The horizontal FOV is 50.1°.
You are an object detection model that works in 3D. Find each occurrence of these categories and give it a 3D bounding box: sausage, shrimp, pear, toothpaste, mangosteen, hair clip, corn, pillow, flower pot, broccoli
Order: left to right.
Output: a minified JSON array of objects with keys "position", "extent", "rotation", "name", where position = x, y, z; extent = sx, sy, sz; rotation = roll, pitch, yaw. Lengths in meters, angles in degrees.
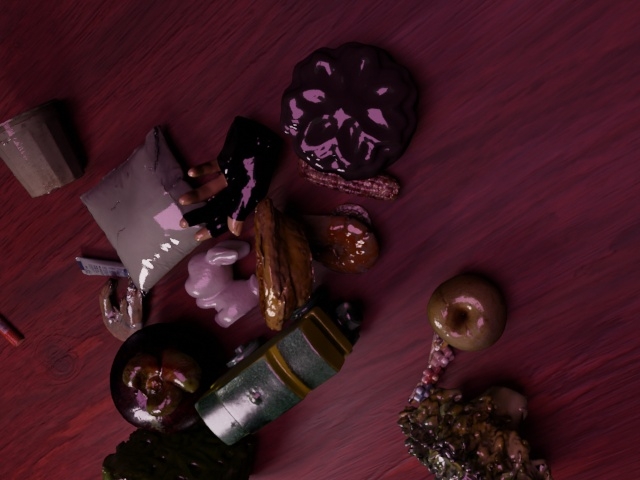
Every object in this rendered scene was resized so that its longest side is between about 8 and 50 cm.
[{"position":[-0.942,0.263,2.040],"extent":[0.129,0.034,0.034],"rotation":[41,116,5],"name":"sausage"},{"position":[-0.713,-0.222,1.721],"extent":[0.212,0.212,0.202],"rotation":[-14,110,25],"name":"flower pot"},{"position":[-0.560,0.074,1.829],"extent":[0.216,0.037,0.062],"rotation":[3,124,22],"name":"toothpaste"},{"position":[-0.528,0.160,1.823],"extent":[0.145,0.059,0.254],"rotation":[22,125,21],"name":"shrimp"},{"position":[-0.415,-0.069,1.674],"extent":[0.310,0.119,0.312],"rotation":[-37,83,18],"name":"pillow"},{"position":[-0.387,0.341,1.702],"extent":[0.288,0.288,0.288],"rotation":[6,108,20],"name":"mangosteen"},{"position":[-0.001,0.000,1.561],"extent":[0.294,0.062,0.154],"rotation":[14,126,31],"name":"shrimp"},{"position":[0.061,-0.139,1.499],"extent":[0.237,0.079,0.079],"rotation":[17,112,11],"name":"corn"},{"position":[0.258,0.295,1.561],"extent":[0.056,0.062,0.214],"rotation":[33,114,44],"name":"hair clip"},{"position":[0.311,0.152,1.451],"extent":[0.167,0.136,0.167],"rotation":[5,104,21],"name":"pear"},{"position":[0.330,0.454,1.466],"extent":[0.324,0.334,0.272],"rotation":[-3,70,4],"name":"broccoli"}]

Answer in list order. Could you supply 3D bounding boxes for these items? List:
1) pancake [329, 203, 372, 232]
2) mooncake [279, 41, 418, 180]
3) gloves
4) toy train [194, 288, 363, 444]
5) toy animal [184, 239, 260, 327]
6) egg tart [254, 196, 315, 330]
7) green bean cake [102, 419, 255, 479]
[{"position":[0.066,-0.031,1.560],"extent":[0.115,0.011,0.115],"rotation":[6,108,20],"name":"pancake"},{"position":[0.060,-0.264,1.389],"extent":[0.283,0.141,0.283],"rotation":[0,93,9],"name":"mooncake"},{"position":[-0.198,-0.122,1.541],"extent":[0.301,0.152,0.197],"rotation":[-46,51,3],"name":"gloves"},{"position":[-0.095,0.294,1.580],"extent":[0.442,0.272,0.179],"rotation":[-39,93,26],"name":"toy train"},{"position":[-0.224,0.102,1.653],"extent":[0.178,0.127,0.193],"rotation":[-27,94,24],"name":"toy animal"},{"position":[-0.084,0.048,1.486],"extent":[0.115,0.290,0.290],"rotation":[-5,106,-9],"name":"egg tart"},{"position":[-0.361,0.592,1.742],"extent":[0.319,0.335,0.218],"rotation":[18,113,11],"name":"green bean cake"}]
